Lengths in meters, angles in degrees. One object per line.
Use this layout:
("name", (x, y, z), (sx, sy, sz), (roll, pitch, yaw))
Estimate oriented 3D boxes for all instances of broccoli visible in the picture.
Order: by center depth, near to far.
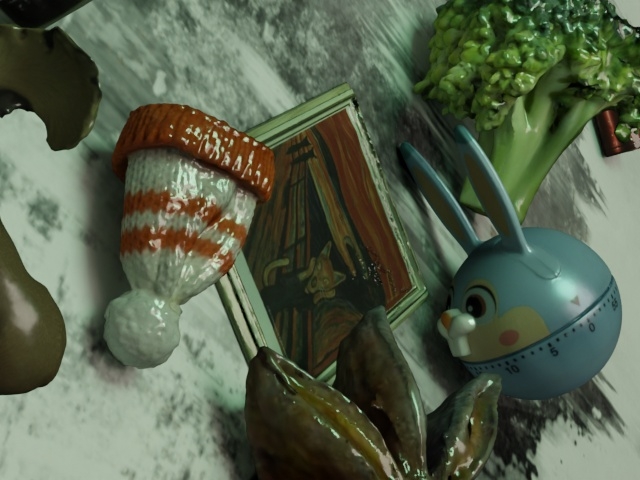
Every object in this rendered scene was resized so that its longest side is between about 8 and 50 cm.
("broccoli", (0.211, -0.130, 1.182), (0.263, 0.247, 0.243), (-122, -129, -83))

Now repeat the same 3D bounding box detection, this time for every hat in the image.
("hat", (-0.095, 0.003, 0.788), (0.112, 0.093, 0.162), (26, 62, -35))

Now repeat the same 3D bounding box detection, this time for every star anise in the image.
("star anise", (0.046, 0.208, 0.864), (0.331, 0.117, 0.332), (12, 70, -36))

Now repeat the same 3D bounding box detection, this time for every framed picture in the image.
("framed picture", (0.000, 0.000, 0.987), (0.273, 0.016, 0.216), (-36, 107, -54))

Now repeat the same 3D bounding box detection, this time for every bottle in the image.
("bottle", (0.367, -0.192, 1.557), (0.060, 0.060, 0.164), (-19, 93, -56))

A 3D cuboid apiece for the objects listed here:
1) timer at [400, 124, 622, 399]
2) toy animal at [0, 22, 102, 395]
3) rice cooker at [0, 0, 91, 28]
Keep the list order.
("timer", (0.156, 0.038, 1.097), (0.255, 0.175, 0.175), (37, 46, -17))
("toy animal", (-0.176, -0.022, 0.584), (0.094, 0.186, 0.214), (-45, 116, -47))
("rice cooker", (-0.200, -0.256, 0.579), (0.316, 0.264, 0.317), (49, 28, -37))
